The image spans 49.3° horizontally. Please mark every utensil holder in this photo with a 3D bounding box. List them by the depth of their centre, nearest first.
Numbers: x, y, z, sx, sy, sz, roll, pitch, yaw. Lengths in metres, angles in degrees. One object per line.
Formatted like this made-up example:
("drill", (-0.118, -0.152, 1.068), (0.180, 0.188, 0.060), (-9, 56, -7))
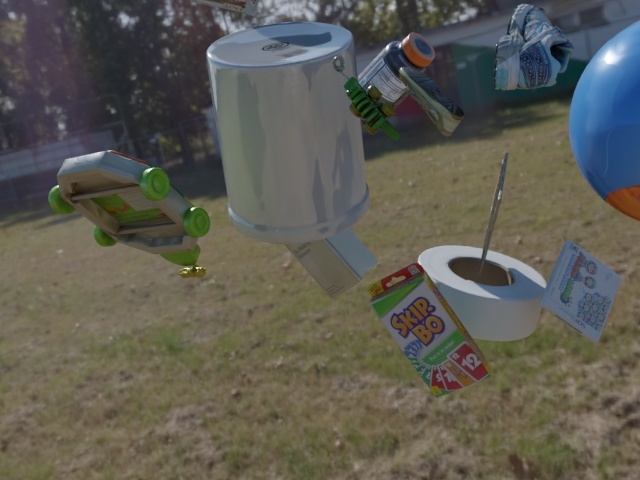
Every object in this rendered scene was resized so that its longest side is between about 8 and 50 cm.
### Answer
("utensil holder", (-0.067, -0.240, 1.510), (0.327, 0.386, 0.328), (-5, 31, 3))

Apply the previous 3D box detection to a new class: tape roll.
("tape roll", (0.345, 0.110, 1.541), (0.286, 0.100, 0.286), (7, 22, -3))

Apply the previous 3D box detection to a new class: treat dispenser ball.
("treat dispenser ball", (0.478, -0.158, 0.915), (0.288, 0.288, 0.288), (-13, 12, 3))

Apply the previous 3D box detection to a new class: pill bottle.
("pill bottle", (0.186, -0.425, 1.812), (0.130, 0.130, 0.245), (-26, -10, -46))

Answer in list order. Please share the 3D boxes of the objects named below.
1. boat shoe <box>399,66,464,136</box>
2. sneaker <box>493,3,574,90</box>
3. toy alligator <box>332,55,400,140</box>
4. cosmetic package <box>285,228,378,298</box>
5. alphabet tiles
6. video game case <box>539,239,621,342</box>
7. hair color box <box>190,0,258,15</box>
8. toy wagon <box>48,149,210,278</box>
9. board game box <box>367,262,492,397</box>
("boat shoe", (0.183, -0.242, 1.201), (0.056, 0.048, 0.153), (-15, 55, -44))
("sneaker", (0.395, -0.342, 1.267), (0.122, 0.110, 0.283), (12, 41, 18))
("toy alligator", (0.070, -0.247, 1.212), (0.056, 0.190, 0.051), (-42, -10, 27))
("cosmetic package", (0.000, 0.000, 1.995), (0.113, 0.309, 0.160), (-44, 2, -38))
("alphabet tiles", (0.385, -0.072, 1.543), (0.009, 0.198, 0.237), (13, 39, 11))
("video game case", (0.520, 0.100, 1.391), (0.157, 0.143, 0.019), (-60, 10, -22))
("hair color box", (-0.209, -0.797, 1.834), (0.185, 0.375, 0.113), (16, -12, 13))
("toy wagon", (-0.336, -0.039, 1.329), (0.267, 0.344, 0.068), (-5, 55, 32))
("board game box", (0.201, 0.170, 1.307), (0.124, 0.259, 0.039), (-30, 10, 29))
